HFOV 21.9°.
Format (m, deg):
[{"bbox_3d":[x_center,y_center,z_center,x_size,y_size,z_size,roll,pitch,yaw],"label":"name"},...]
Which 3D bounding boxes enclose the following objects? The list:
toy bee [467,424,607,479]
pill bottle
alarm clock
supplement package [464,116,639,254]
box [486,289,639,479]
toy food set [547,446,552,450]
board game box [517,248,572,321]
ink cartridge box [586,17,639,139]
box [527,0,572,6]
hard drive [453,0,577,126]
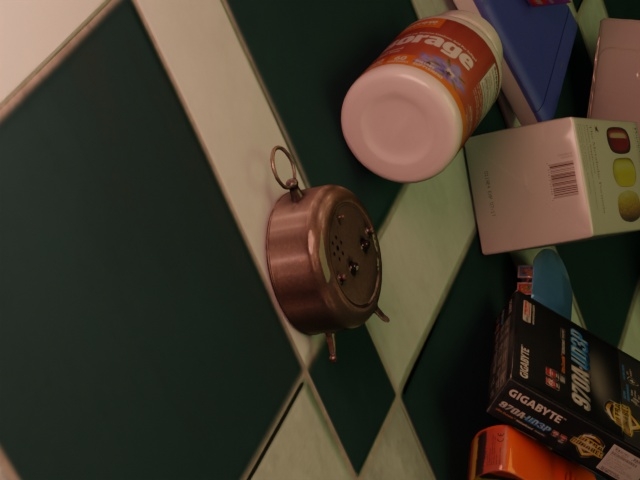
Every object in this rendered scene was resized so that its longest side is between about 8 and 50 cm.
[{"bbox_3d":[0.251,0.297,1.761,0.298,0.162,0.195,43,48,-13],"label":"toy bee"},{"bbox_3d":[0.110,-0.152,1.642,0.216,0.121,0.121,-52,126,-56],"label":"pill bottle"},{"bbox_3d":[0.000,0.000,1.453,0.192,0.064,0.129,63,32,-24],"label":"alarm clock"},{"bbox_3d":[0.282,-0.065,1.922,0.244,0.134,0.139,-7,87,-63],"label":"supplement package"},{"bbox_3d":[0.265,0.155,1.749,0.175,0.051,0.220,30,23,-4],"label":"box"},{"bbox_3d":[0.289,0.231,1.922,0.218,0.071,0.128,38,72,-49],"label":"toy food set"},{"bbox_3d":[0.254,0.095,1.928,0.133,0.033,0.168,32,61,-57],"label":"board game box"},{"bbox_3d":[0.514,-0.187,2.243,0.270,0.198,0.197,0,99,-51],"label":"ink cartridge box"},{"bbox_3d":[0.256,-0.451,1.938,0.201,0.057,0.293,44,53,-47],"label":"box"},{"bbox_3d":[0.212,-0.313,1.954,0.318,0.040,0.210,56,38,-33],"label":"hard drive"}]
